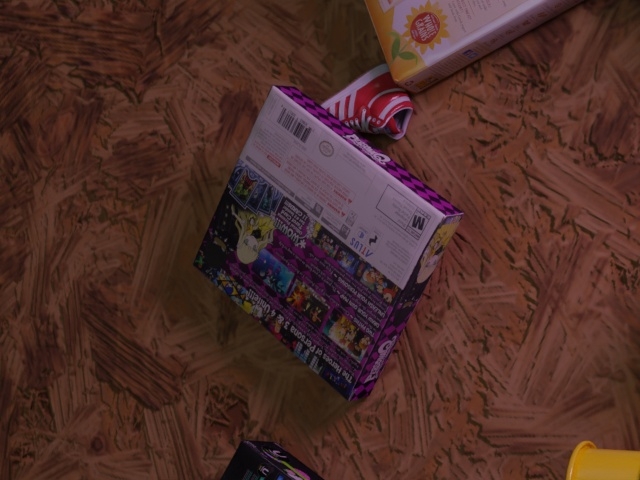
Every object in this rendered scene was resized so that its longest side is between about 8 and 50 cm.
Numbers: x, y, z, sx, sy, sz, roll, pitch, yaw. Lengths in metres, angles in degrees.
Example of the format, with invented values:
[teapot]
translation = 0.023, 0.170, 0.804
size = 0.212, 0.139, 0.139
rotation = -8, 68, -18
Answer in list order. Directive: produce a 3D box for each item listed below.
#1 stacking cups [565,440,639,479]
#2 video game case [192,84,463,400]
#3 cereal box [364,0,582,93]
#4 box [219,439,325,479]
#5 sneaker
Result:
[stacking cups]
translation = 0.355, 0.215, 1.187
size = 0.316, 0.096, 0.096
rotation = 0, 83, 29
[video game case]
translation = 0.000, 0.000, 1.431
size = 0.232, 0.042, 0.210
rotation = 38, 115, 29
[cereal box]
translation = 0.150, -0.266, 1.402
size = 0.240, 0.047, 0.173
rotation = -27, 68, 24
[box]
translation = -0.042, 0.232, 1.433
size = 0.083, 0.062, 0.052
rotation = 32, 98, 30
[sneaker]
translation = 0.036, -0.111, 1.451
size = 0.118, 0.042, 0.067
rotation = -38, 62, 18
